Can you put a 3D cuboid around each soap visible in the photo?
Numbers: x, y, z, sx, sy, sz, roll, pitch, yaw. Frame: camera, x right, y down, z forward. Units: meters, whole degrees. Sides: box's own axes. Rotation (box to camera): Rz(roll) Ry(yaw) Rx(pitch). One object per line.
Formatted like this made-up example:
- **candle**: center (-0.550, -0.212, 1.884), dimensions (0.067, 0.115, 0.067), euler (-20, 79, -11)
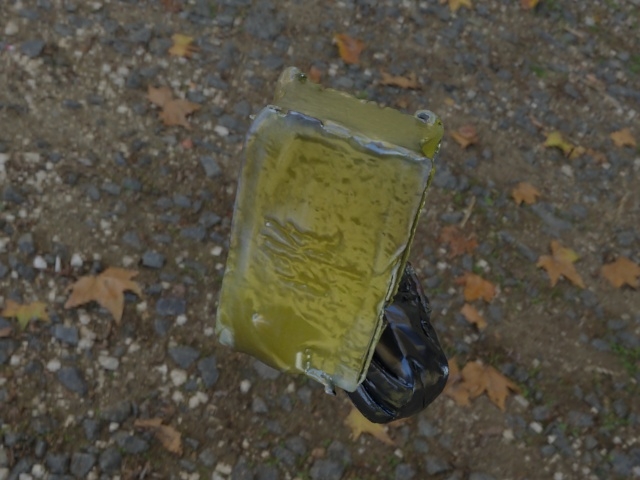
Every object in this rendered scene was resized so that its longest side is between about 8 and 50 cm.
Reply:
- **soap**: center (0.001, -0.001, 0.662), dimensions (0.135, 0.233, 0.076), euler (20, 33, 8)

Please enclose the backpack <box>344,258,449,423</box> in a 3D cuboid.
- **backpack**: center (0.058, 0.089, 0.820), dimensions (0.106, 0.120, 0.165), euler (-13, 65, -33)
